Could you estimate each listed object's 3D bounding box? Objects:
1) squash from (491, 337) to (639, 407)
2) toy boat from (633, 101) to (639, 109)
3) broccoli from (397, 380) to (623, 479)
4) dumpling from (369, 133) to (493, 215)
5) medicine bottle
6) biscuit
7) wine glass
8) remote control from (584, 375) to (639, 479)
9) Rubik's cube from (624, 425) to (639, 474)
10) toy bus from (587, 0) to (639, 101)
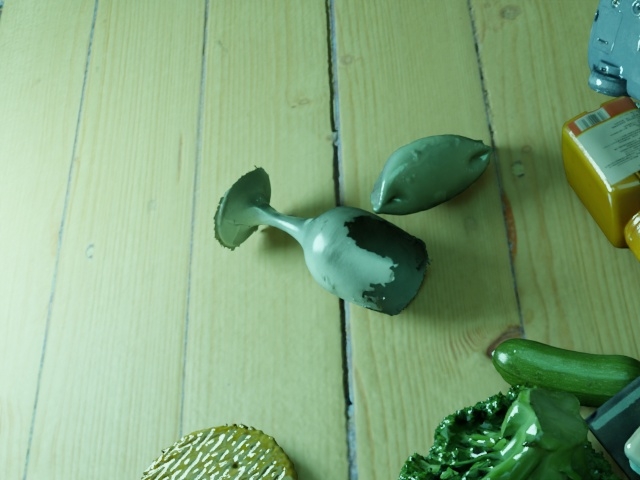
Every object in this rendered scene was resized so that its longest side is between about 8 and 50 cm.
[{"bbox_3d":[0.327,0.173,1.237,0.219,0.068,0.077,6,45,23],"label":"squash"},{"bbox_3d":[0.487,-0.163,1.408,0.059,0.066,0.140,-36,52,-2],"label":"toy boat"},{"bbox_3d":[0.224,0.282,1.110,0.269,0.242,0.261,5,40,-26],"label":"broccoli"},{"bbox_3d":[0.155,-0.096,1.464,0.216,0.149,0.105,-30,82,-18],"label":"dumpling"},{"bbox_3d":[0.428,-0.069,1.313,0.112,0.149,0.222,-25,53,1],"label":"medicine bottle"},{"bbox_3d":[-0.144,0.367,1.292,0.254,0.035,0.254,-10,56,15],"label":"biscuit"},{"bbox_3d":[0.000,0.000,1.429,0.321,0.143,0.143,21,67,26],"label":"wine glass"},{"bbox_3d":[0.496,0.141,1.157,0.377,0.044,0.107,-39,95,2],"label":"remote control"},{"bbox_3d":[0.521,0.192,0.935,0.322,0.316,0.319,39,93,23],"label":"Rubik's cube"},{"bbox_3d":[0.543,-0.280,1.370,0.231,0.197,0.294,-3,26,-29],"label":"toy bus"}]
